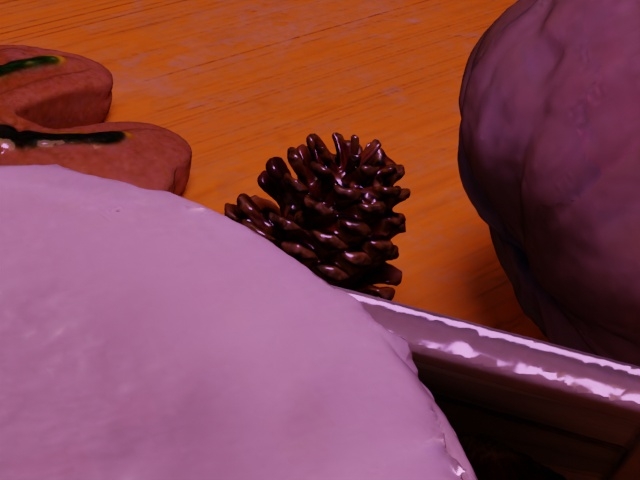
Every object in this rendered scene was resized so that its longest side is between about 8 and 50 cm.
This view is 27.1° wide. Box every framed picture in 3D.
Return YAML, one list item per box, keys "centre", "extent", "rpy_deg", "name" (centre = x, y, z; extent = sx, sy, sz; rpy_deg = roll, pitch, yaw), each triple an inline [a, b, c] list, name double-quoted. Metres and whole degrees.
- centre: [-0.007, 0.046, 0.528]
  extent: [0.289, 0.213, 0.016]
  rpy_deg: [15, 75, 11]
  name: "framed picture"

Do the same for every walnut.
- centre: [0.188, -0.037, 0.620]
  extent: [0.248, 0.248, 0.248]
  rpy_deg: [5, 33, -3]
  name: "walnut"

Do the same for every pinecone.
- centre: [0.001, 0.002, 0.651]
  extent: [0.102, 0.109, 0.102]
  rpy_deg: [25, 31, -17]
  name: "pinecone"

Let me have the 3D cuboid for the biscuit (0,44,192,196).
- centre: [-0.244, -0.044, 0.728]
  extent: [0.334, 0.047, 0.202]
  rpy_deg: [-15, 40, -29]
  name: "biscuit"

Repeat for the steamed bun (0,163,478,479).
- centre: [-0.109, 0.132, 0.342]
  extent: [0.324, 0.206, 0.324]
  rpy_deg: [2, 36, -2]
  name: "steamed bun"

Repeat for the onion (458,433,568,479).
- centre: [0.055, 0.122, 0.500]
  extent: [0.107, 0.097, 0.107]
  rpy_deg: [-9, -3, 0]
  name: "onion"
